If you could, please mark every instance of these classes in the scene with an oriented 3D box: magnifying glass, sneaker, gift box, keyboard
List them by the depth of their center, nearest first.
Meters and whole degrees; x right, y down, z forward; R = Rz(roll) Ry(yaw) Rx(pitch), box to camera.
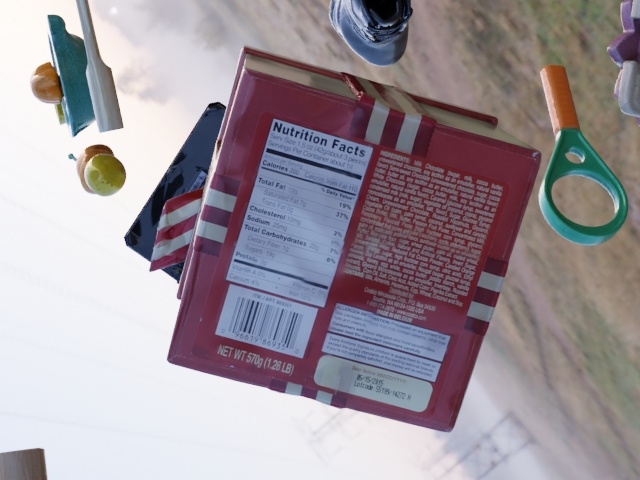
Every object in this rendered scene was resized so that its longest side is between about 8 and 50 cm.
[{"bbox_3d":[0.000,0.000,0.912,0.255,0.276,0.258,20,-168,-7],"label":"gift box"},{"bbox_3d":[-0.115,-0.042,1.177,0.108,0.180,0.023,35,-173,12],"label":"keyboard"},{"bbox_3d":[0.272,-0.096,1.238,0.026,0.092,0.231,105,164,-58],"label":"magnifying glass"},{"bbox_3d":[0.074,-0.317,1.549,0.130,0.109,0.286,62,179,31],"label":"sneaker"}]

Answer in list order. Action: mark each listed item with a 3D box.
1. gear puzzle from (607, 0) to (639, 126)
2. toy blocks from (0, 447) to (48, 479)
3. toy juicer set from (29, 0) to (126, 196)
[{"bbox_3d":[0.302,-0.136,0.705,0.339,0.175,0.044,6,-177,-32],"label":"gear puzzle"},{"bbox_3d":[-0.264,0.255,0.558,0.309,0.289,0.260,-27,70,60],"label":"toy blocks"},{"bbox_3d":[-0.295,-0.157,1.366,0.329,0.090,0.209,124,132,-71],"label":"toy juicer set"}]
